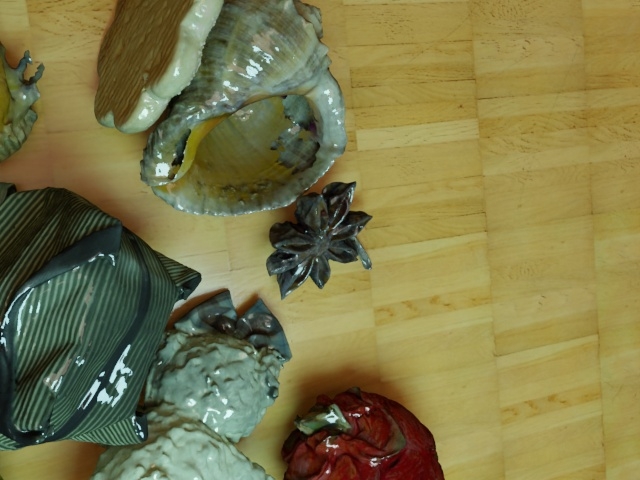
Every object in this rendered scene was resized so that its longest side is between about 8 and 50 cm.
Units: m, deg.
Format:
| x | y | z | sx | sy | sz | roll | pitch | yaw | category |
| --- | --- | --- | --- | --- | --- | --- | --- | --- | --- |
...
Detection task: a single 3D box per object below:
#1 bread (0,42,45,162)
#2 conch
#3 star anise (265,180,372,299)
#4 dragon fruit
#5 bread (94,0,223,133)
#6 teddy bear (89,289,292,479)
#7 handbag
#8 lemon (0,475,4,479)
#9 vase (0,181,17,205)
| x | y | z | sx | sy | sz | roll | pitch | yaw | category |
| --- | --- | --- | --- | --- | --- | --- | --- | --- | --- |
| -0.555 | -0.248 | 0.764 | 0.388 | 0.183 | 0.236 | 44 | 79 | -16 | bread |
| -0.112 | -0.201 | 0.910 | 0.352 | 0.210 | 0.297 | -39 | 116 | 11 | conch |
| 0.000 | 0.001 | 0.994 | 0.262 | 0.081 | 0.230 | 14 | 107 | -53 | star anise |
| 0.072 | 0.408 | 0.980 | 0.277 | 0.277 | 0.343 | -25 | 100 | -14 | dragon fruit |
| -0.222 | -0.288 | 0.822 | 0.054 | 0.316 | 0.316 | 19 | 89 | -42 | bread |
| -0.200 | 0.322 | 0.929 | 0.327 | 0.362 | 0.376 | 17 | 115 | 4 | teddy bear |
| -0.322 | 0.110 | 0.777 | 0.247 | 0.240 | 0.341 | 44 | 58 | -58 | handbag |
| -0.545 | 0.404 | 0.749 | 0.335 | 0.336 | 0.337 | -2 | 95 | -18 | lemon |
| -0.549 | -0.054 | 0.833 | 0.219 | 0.096 | 0.096 | 11 | 91 | -15 | vase |
